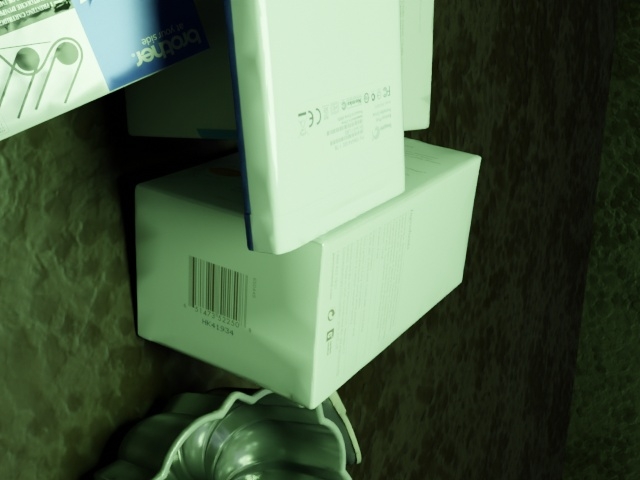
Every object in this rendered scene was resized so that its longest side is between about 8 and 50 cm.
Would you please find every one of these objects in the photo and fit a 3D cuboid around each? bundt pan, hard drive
[{"bbox_3d":[-0.114,0.298,0.819,0.331,0.124,0.330,-9,102,-49],"label":"bundt pan"},{"bbox_3d":[0.002,-0.172,0.634,0.210,0.040,0.318,-28,120,-52],"label":"hard drive"}]

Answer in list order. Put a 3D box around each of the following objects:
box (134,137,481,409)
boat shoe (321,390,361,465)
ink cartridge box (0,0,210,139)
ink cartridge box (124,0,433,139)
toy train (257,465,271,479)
[{"bbox_3d":[0.000,0.000,0.859,0.345,0.215,0.168,-28,129,-52],"label":"box"},{"bbox_3d":[0.006,0.252,1.104,0.065,0.075,0.206,-24,134,-5],"label":"boat shoe"},{"bbox_3d":[-0.196,-0.155,0.610,0.207,0.046,0.097,-30,119,-23],"label":"ink cartridge box"},{"bbox_3d":[-0.031,-0.205,0.800,0.270,0.198,0.197,-17,110,-55],"label":"ink cartridge box"},{"bbox_3d":[-0.050,0.306,1.023,0.125,0.046,0.166,-48,138,-44],"label":"toy train"}]
